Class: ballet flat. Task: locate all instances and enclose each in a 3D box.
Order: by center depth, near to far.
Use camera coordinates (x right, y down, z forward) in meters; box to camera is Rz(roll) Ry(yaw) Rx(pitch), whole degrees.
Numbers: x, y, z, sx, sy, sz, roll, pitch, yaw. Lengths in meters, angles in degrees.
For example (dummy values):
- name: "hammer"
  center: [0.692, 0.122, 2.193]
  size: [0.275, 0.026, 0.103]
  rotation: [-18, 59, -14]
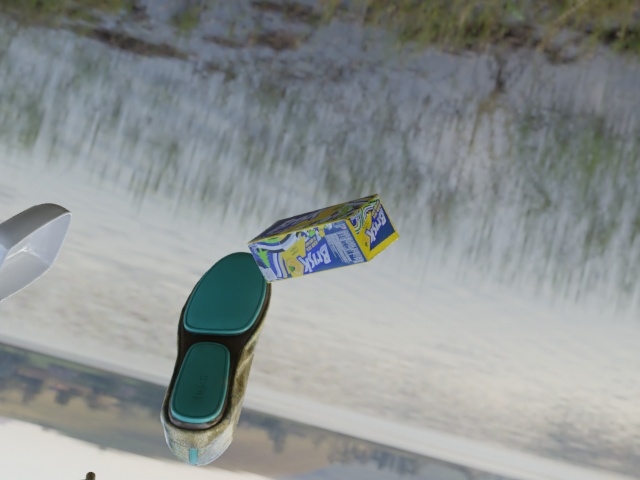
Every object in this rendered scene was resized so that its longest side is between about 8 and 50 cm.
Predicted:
- name: "ballet flat"
  center: [-0.141, 0.161, 1.608]
  size: [0.123, 0.349, 0.123]
  rotation: [5, 130, 6]

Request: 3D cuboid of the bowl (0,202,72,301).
- name: "bowl"
  center: [-0.429, 0.010, 1.693]
  size: [0.053, 0.142, 0.142]
  rotation: [41, 131, 11]

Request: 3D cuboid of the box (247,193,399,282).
- name: "box"
  center: [0.000, 0.000, 1.259]
  size: [0.169, 0.059, 0.054]
  rotation: [-12, 109, 48]

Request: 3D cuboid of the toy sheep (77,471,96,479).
- name: "toy sheep"
  center: [-0.258, 0.309, 1.301]
  size: [0.091, 0.091, 0.132]
  rotation: [19, -150, -24]
